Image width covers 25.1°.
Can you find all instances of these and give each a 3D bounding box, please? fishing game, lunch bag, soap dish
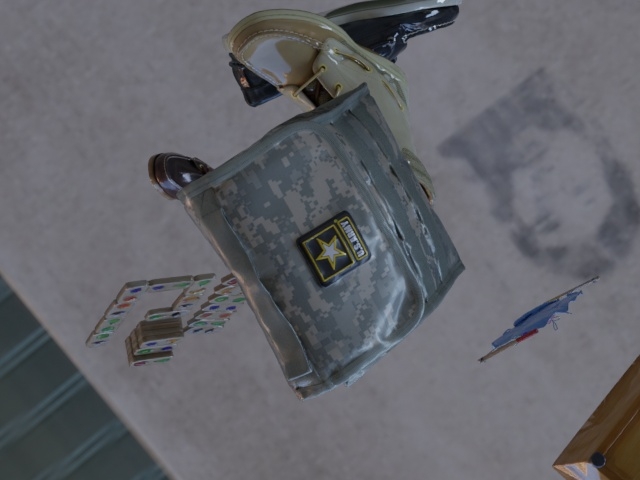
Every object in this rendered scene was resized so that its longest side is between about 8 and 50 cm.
[{"bbox_3d":[0.381,0.147,2.512,0.189,0.041,0.264,-33,179,38],"label":"fishing game"},{"bbox_3d":[0.000,0.000,1.408,0.169,0.235,0.287,-26,-172,27],"label":"lunch bag"},{"bbox_3d":[0.546,0.321,2.281,0.291,0.229,0.118,-49,178,-14],"label":"soap dish"}]

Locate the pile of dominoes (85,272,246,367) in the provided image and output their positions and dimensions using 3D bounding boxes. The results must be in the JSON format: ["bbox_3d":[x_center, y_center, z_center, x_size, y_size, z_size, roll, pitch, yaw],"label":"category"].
[{"bbox_3d":[-0.183,0.104,1.849,0.196,0.040,0.251,-6,161,-24],"label":"pile of dominoes"}]

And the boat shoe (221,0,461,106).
[{"bbox_3d":[0.039,-0.248,1.882,0.340,0.113,0.127,-17,-164,-28],"label":"boat shoe"}]

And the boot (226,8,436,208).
[{"bbox_3d":[0.017,-0.139,1.624,0.095,0.262,0.203,-36,-131,31],"label":"boot"}]

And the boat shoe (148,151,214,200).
[{"bbox_3d":[-0.187,-0.092,2.202,0.073,0.073,0.207,-8,168,23],"label":"boat shoe"}]
